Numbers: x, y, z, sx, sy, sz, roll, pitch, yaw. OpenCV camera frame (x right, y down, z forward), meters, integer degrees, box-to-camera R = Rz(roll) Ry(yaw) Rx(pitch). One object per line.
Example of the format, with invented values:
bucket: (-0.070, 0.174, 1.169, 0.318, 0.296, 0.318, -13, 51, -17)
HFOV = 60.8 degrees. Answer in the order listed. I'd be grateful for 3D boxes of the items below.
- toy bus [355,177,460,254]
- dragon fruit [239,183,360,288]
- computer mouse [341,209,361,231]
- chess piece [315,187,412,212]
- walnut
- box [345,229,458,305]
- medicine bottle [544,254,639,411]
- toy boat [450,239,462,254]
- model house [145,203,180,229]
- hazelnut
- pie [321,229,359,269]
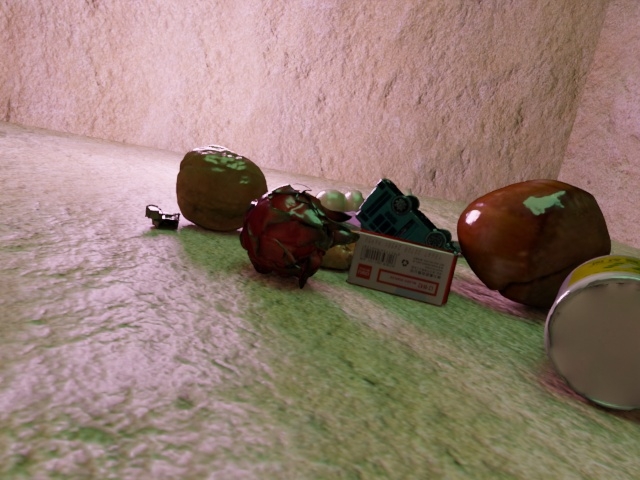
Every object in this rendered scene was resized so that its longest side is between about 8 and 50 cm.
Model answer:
toy bus: (0.210, -0.023, 1.354, 0.256, 0.147, 0.128, 47, 17, 11)
dragon fruit: (-0.057, -0.018, 1.143, 0.274, 0.193, 0.192, -6, 40, 46)
computer mouse: (0.173, -0.006, 1.606, 0.310, 0.071, 0.158, 23, 23, 24)
chess piece: (0.134, -0.101, 1.836, 0.331, 0.182, 0.182, 4, 13, -9)
walnut: (-0.265, -0.139, 1.487, 0.257, 0.257, 0.224, 9, -24, -14)
box: (0.182, 0.060, 1.218, 0.230, 0.122, 0.050, 13, 7, 9)
medicine bottle: (0.526, 0.138, 0.965, 0.214, 0.213, 0.379, 17, 13, 25)
toy boat: (0.468, 0.023, 1.818, 0.210, 0.066, 0.084, -10, 10, -32)
model house: (-0.401, -0.060, 1.373, 0.083, 0.057, 0.058, 2, 20, -31)
hazelnut: (0.523, 0.005, 1.350, 0.372, 0.315, 0.372, 32, -3, 2)
pie: (0.000, 0.000, 1.431, 0.340, 0.083, 0.339, 14, 12, -3)
